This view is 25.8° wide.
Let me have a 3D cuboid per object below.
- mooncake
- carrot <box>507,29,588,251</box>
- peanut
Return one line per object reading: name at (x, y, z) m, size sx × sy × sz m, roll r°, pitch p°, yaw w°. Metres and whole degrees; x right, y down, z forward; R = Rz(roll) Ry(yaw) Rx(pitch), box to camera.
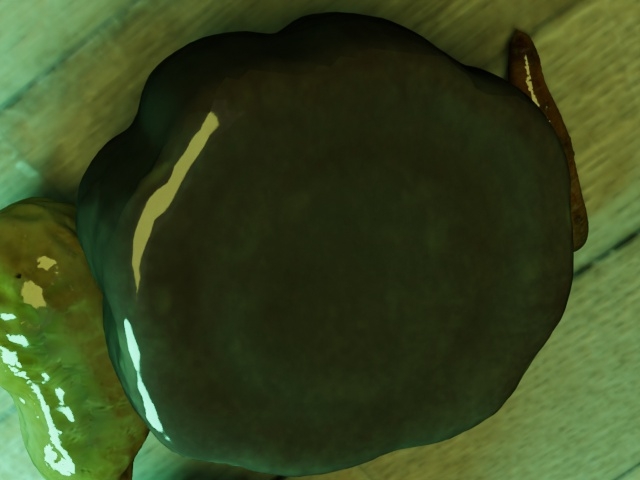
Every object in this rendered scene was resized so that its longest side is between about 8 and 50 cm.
mooncake at (0.000, 0.000, 0.860) m, size 0.306 × 0.154 × 0.306 m, roll -8°, pitch 112°, yaw -20°
carrot at (0.153, -0.064, 0.943) m, size 0.035 × 0.036 × 0.165 m, roll -15°, pitch 113°, yaw 3°
peanut at (-0.177, 0.079, 0.948) m, size 0.120 × 0.110 × 0.236 m, roll -20°, pitch 124°, yaw -17°
